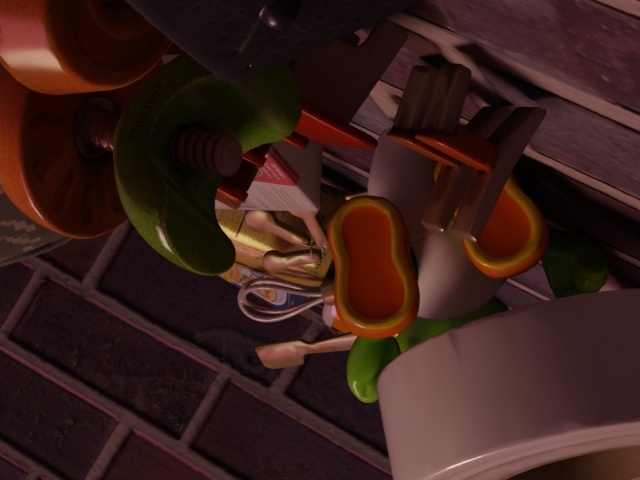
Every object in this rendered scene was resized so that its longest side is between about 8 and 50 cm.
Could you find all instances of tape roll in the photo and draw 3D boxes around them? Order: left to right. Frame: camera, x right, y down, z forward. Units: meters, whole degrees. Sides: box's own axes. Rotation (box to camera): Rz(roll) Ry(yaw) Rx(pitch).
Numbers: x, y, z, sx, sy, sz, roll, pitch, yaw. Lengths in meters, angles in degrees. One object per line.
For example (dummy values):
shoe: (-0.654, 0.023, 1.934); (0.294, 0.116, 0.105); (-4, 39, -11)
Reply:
tape roll: (0.187, 0.131, 1.337); (0.286, 0.100, 0.286); (-9, 160, -3)

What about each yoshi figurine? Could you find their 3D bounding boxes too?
yoshi figurine: (0.107, 0.049, 1.410); (0.203, 0.203, 0.362); (23, 175, 9)

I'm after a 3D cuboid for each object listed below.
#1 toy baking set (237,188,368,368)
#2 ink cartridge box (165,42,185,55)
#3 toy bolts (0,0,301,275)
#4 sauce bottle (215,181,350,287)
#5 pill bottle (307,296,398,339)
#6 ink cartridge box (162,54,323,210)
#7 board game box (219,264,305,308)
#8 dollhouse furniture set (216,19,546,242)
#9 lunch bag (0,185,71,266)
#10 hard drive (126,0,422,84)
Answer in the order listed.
toy baking set: (0.020, 0.035, 1.712); (0.197, 0.030, 0.256); (12, 130, 5)
ink cartridge box: (-0.133, -0.129, 1.656); (0.115, 0.067, 0.198); (25, 172, 42)
toy bolts: (-0.096, -0.132, 0.776); (0.158, 0.228, 0.218); (16, 160, 32)
sauce bottle: (0.000, 0.000, 1.776); (0.344, 0.111, 0.111); (22, 174, -6)
pill bottle: (0.084, 0.073, 1.985); (0.215, 0.117, 0.117); (30, 174, 9)
ink cartridge box: (-0.120, -0.087, 1.466); (0.218, 0.092, 0.158); (0, 164, 14)
board game box: (-0.077, -0.024, 1.918); (0.136, 0.035, 0.201); (27, 141, 23)
dollhouse furniture set: (-0.029, -0.084, 1.133); (0.262, 0.135, 0.259); (27, 179, -13)
lunch bag: (-0.260, -0.154, 1.036); (0.305, 0.212, 0.256); (86, 161, -53)
hard drive: (-0.018, -0.154, 0.594); (0.255, 0.172, 0.054); (45, -155, -59)
